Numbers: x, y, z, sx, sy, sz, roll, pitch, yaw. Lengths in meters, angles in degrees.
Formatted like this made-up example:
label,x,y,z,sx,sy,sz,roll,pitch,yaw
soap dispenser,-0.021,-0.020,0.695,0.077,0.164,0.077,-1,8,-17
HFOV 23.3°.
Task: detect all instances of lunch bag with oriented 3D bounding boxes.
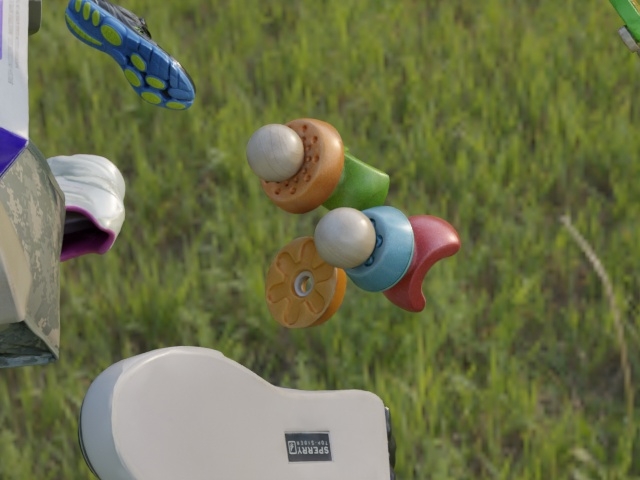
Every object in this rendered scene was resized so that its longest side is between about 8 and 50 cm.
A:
label,x,y,z,sx,sy,sz,roll,pitch,yaw
lunch bag,-0.391,-0.020,1.669,0.168,0.287,0.235,-9,56,7

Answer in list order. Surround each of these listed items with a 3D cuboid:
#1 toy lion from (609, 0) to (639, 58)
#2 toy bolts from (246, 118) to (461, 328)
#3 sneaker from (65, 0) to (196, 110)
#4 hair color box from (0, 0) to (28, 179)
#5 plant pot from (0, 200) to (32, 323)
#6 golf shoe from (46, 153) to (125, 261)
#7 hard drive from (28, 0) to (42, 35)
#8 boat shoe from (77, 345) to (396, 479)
label,x,y,z,sx,sy,sz,roll,pitch,yaw
toy lion,0.258,-0.195,1.300,0.034,0.096,0.100,-36,-20,17
toy bolts,0.000,0.000,1.588,0.158,0.218,0.228,19,10,-47
sneaker,-0.213,-0.228,1.819,0.188,0.067,0.078,41,35,10
hair color box,-0.362,-0.163,1.034,0.338,0.110,0.185,24,37,-31
plant pot,-0.317,0.014,1.361,0.109,0.096,0.109,-7,18,-4
golf shoe,-0.389,-0.022,1.908,0.306,0.115,0.140,-12,41,-6
hard drive,-0.461,-0.235,1.822,0.254,0.054,0.172,-15,7,8
boat shoe,-0.091,0.157,1.109,0.158,0.127,0.340,-14,-20,31
